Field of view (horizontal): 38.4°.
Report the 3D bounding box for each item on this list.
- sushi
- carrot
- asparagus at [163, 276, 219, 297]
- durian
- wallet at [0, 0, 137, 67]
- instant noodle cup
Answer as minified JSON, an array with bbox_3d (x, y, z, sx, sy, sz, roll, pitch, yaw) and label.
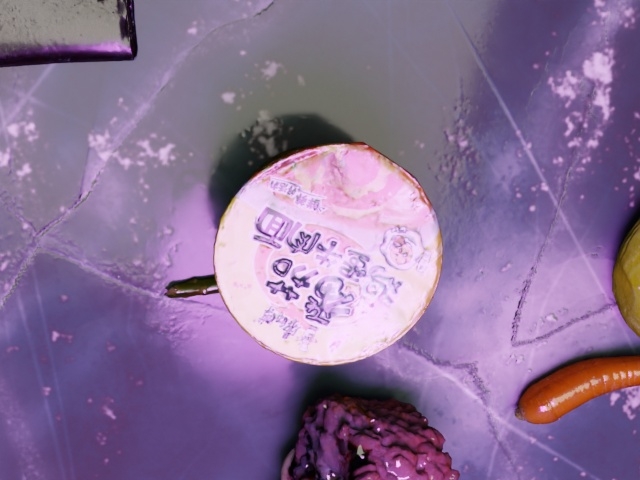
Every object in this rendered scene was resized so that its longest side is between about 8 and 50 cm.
[{"bbox_3d":[0.037,0.335,1.189,0.171,0.236,0.270,10,102,-35],"label":"sushi"},{"bbox_3d":[0.398,0.194,1.285,0.271,0.066,0.062,-21,131,0],"label":"carrot"},{"bbox_3d":[-0.152,0.060,1.205,0.108,0.021,0.025,-8,99,-6],"label":"asparagus"},{"bbox_3d":[0.473,0.064,1.252,0.139,0.101,0.250,-15,110,-6],"label":"durian"},{"bbox_3d":[-0.383,-0.286,1.083,0.318,0.045,0.172,-4,104,-8],"label":"wallet"},{"bbox_3d":[0.000,0.000,1.120,0.264,0.200,0.264,-1,103,-7],"label":"instant noodle cup"}]
